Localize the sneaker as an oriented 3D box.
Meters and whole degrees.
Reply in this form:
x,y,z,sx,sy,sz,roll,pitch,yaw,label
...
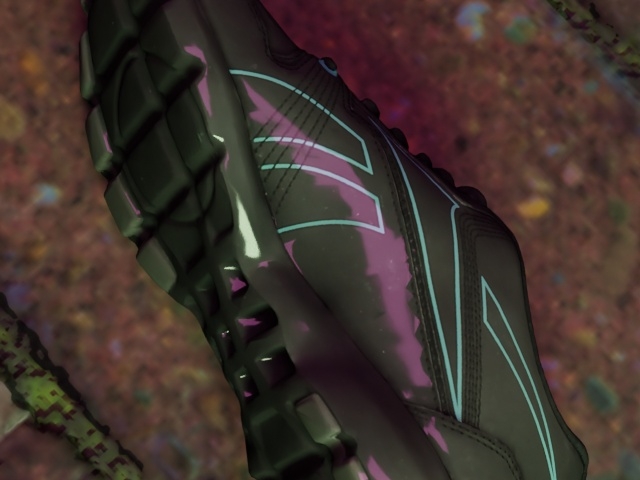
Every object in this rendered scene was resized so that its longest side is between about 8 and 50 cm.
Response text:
x,y,z,sx,sy,sz,roll,pitch,yaw,label
0.000,0.000,0.484,0.106,0.101,0.267,-20,80,-31,sneaker
